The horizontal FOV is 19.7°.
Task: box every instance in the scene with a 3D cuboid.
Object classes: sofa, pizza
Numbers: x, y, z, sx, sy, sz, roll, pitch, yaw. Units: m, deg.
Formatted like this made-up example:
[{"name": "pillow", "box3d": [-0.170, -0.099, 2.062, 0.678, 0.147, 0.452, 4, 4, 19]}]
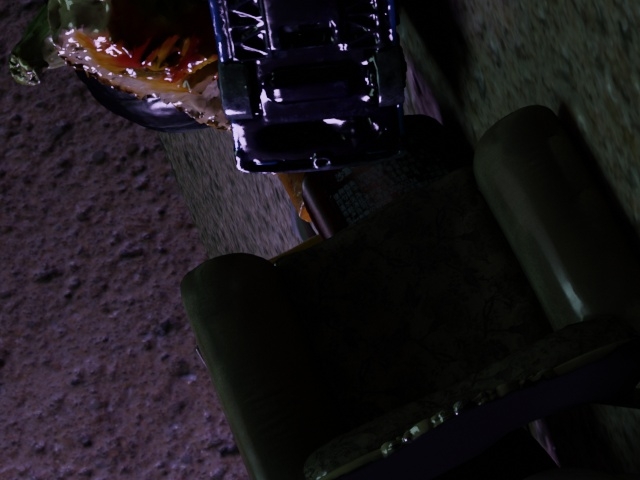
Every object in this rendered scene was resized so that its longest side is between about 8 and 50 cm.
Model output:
[{"name": "sofa", "box3d": [0.060, 0.046, 1.100, 0.182, 0.258, 0.200, 58, -173, -62]}, {"name": "pizza", "box3d": [-0.074, -0.228, 1.540, 0.406, 0.130, 0.440, 58, -148, -41]}]

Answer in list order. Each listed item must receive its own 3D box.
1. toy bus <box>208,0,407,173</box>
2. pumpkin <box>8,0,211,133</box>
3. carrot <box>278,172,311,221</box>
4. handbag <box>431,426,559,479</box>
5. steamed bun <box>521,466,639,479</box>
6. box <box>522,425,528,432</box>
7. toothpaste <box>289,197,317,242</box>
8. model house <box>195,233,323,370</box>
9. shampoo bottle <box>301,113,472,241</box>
[{"name": "toy bus", "box3d": [-0.014, -0.193, 1.268, 0.288, 0.138, 0.175, 82, -178, -53]}, {"name": "pumpkin", "box3d": [-0.175, -0.239, 1.790, 0.296, 0.295, 0.296, 160, 90, -81]}, {"name": "carrot", "box3d": [-0.037, -0.121, 1.927, 0.067, 0.067, 0.225, 85, 162, -58]}, {"name": "handbag", "box3d": [0.093, 0.205, 1.325, 0.308, 0.093, 0.254, 43, -144, -22]}, {"name": "steamed bun", "box3d": [0.181, 0.227, 1.144, 0.228, 0.130, 0.177, -164, 64, -82]}, {"name": "box", "box3d": [0.101, 0.197, 1.503, 0.067, 0.149, 0.233, -151, 41, -72]}, {"name": "toothpaste", "box3d": [0.000, 0.000, 2.022, 0.075, 0.048, 0.301, 62, 177, -23]}, {"name": "model house", "box3d": [0.024, 0.104, 1.580, 0.136, 0.219, 0.207, -162, 52, -72]}, {"name": "shampoo bottle", "box3d": [0.069, -0.003, 1.339, 0.323, 0.129, 0.084, 60, 177, 44]}]
